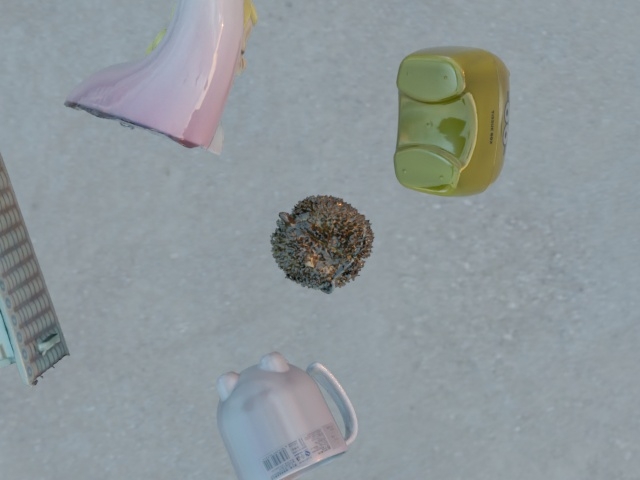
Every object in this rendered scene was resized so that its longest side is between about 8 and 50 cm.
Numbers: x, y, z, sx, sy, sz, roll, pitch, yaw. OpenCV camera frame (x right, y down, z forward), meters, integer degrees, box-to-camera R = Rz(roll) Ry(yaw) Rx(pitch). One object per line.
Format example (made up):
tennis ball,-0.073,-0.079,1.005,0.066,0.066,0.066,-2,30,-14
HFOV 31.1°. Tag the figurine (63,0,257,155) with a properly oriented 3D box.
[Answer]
figurine,-0.133,-0.253,1.128,0.206,0.284,0.315,22,91,-7

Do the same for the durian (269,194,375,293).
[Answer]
durian,0.000,0.000,0.906,0.080,0.091,0.080,-25,43,26

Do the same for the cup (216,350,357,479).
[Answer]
cup,-0.037,0.207,1.376,0.173,0.134,0.142,-21,75,-15

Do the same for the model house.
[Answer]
model house,-0.370,0.040,1.063,0.215,0.198,0.224,-19,100,-9

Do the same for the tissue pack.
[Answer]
tissue pack,0.163,-0.145,1.393,0.123,0.127,0.178,13,108,38
